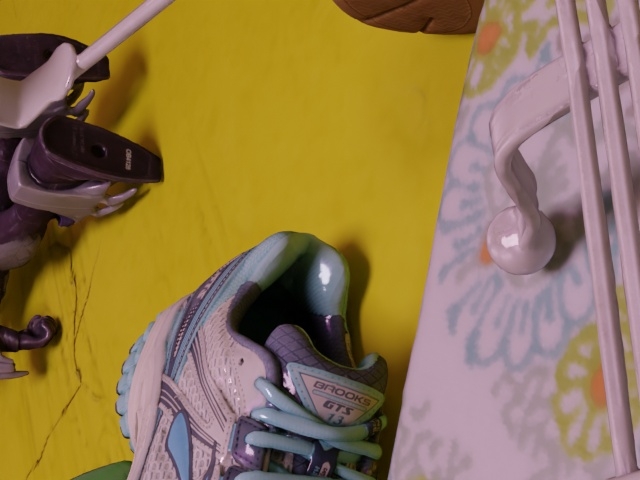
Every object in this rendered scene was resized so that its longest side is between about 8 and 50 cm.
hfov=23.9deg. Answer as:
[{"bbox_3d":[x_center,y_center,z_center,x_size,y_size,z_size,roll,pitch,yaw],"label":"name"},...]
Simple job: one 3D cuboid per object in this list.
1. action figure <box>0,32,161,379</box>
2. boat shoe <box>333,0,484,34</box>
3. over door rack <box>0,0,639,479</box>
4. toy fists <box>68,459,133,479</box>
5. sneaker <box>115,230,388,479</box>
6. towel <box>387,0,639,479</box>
[{"bbox_3d":[-0.211,-0.008,1.005,0.285,0.099,0.185,-46,50,47],"label":"action figure"},{"bbox_3d":[0.016,-0.174,0.558,0.098,0.277,0.096,8,75,15],"label":"boat shoe"},{"bbox_3d":[0.000,0.000,0.456,0.324,0.108,0.240,-20,61,34],"label":"over door rack"},{"bbox_3d":[-0.100,0.244,0.731,0.142,0.096,0.279,-45,43,41],"label":"toy fists"},{"bbox_3d":[-0.028,0.099,0.622,0.122,0.110,0.283,-49,30,28],"label":"sneaker"},{"bbox_3d":[0.135,0.075,0.421,0.320,0.090,0.375,9,88,62],"label":"towel"}]
